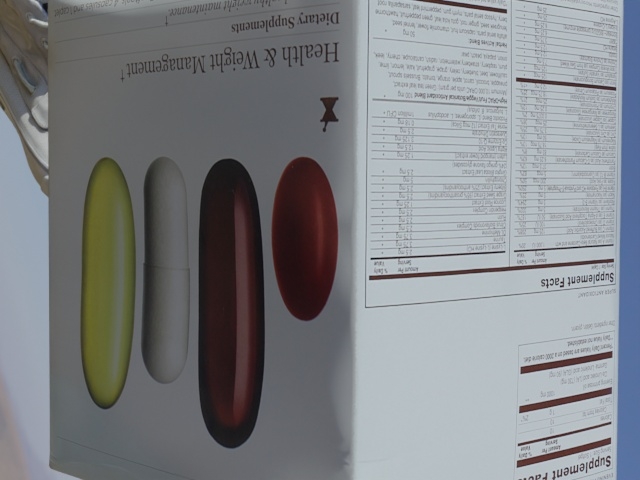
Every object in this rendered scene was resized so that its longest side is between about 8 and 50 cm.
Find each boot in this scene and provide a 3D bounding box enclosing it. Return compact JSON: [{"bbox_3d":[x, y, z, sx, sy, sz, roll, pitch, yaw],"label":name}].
[{"bbox_3d":[-0.182,-0.123,0.891,0.258,0.095,0.123,44,-37,36],"label":"boot"}]

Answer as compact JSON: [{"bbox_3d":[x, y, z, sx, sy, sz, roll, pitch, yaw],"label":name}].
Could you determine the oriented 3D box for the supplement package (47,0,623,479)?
[{"bbox_3d":[0.000,0.000,0.501,0.194,0.149,0.203,3,-86,47],"label":"supplement package"}]
